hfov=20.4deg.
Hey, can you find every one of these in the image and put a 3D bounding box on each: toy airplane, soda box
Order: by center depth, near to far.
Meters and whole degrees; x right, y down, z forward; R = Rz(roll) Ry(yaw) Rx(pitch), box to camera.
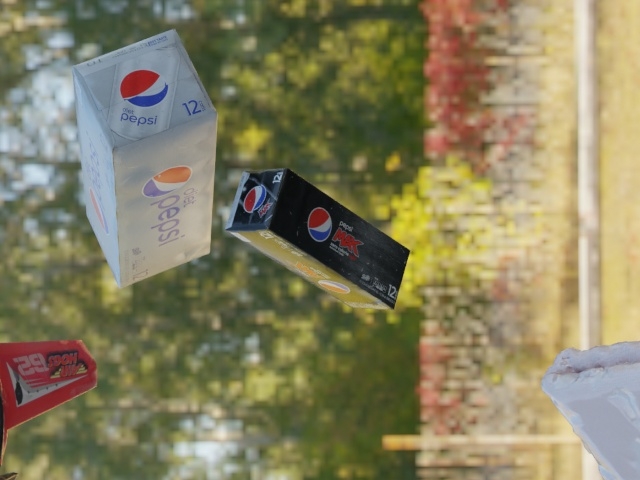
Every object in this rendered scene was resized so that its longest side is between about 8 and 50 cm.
[{"bbox_3d":[-0.166,0.047,0.837,0.151,0.028,0.151,9,-100,-57],"label":"toy airplane"},{"bbox_3d":[0.000,0.000,1.491,0.169,0.053,0.060,33,-114,-41],"label":"soda box"},{"bbox_3d":[-0.154,-0.065,1.573,0.091,0.098,0.286,63,165,21],"label":"soda box"}]

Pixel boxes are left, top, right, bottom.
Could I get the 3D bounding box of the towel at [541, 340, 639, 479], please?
[{"bbox_3d":[0.321,0.173,0.984,0.332,0.317,0.053,54,-127,-15],"label":"towel"}]
